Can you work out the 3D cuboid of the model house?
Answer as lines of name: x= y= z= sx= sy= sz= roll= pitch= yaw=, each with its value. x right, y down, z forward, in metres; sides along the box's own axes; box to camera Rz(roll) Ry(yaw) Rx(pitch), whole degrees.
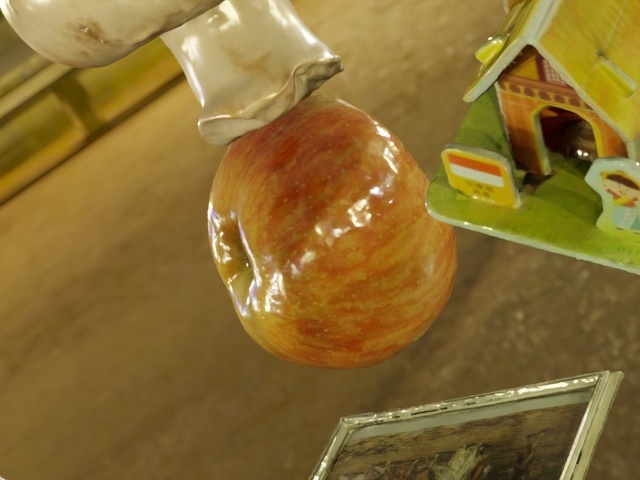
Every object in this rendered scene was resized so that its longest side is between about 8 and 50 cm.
model house: x=0.134 y=-0.210 z=1.259 sx=0.340 sy=0.323 sz=0.300 roll=16 pitch=60 yaw=24

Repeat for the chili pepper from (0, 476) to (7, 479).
chili pepper: x=-0.402 y=0.270 z=2.116 sx=0.041 sy=0.153 sz=0.050 roll=-63 pitch=-1 yaw=-30

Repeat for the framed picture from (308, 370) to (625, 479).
framed picture: x=0.083 y=0.187 z=1.420 sx=0.274 sy=0.017 sz=0.217 roll=-15 pitch=31 yaw=34

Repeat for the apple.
apple: x=0.000 y=0.000 z=2.102 sx=0.250 sy=0.309 sz=0.277 roll=-40 pitch=-9 yaw=-15

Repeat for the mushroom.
mushroom: x=-0.107 y=-0.222 z=1.520 sx=0.297 sy=0.290 sz=0.297 roll=-29 pitch=14 yaw=8
